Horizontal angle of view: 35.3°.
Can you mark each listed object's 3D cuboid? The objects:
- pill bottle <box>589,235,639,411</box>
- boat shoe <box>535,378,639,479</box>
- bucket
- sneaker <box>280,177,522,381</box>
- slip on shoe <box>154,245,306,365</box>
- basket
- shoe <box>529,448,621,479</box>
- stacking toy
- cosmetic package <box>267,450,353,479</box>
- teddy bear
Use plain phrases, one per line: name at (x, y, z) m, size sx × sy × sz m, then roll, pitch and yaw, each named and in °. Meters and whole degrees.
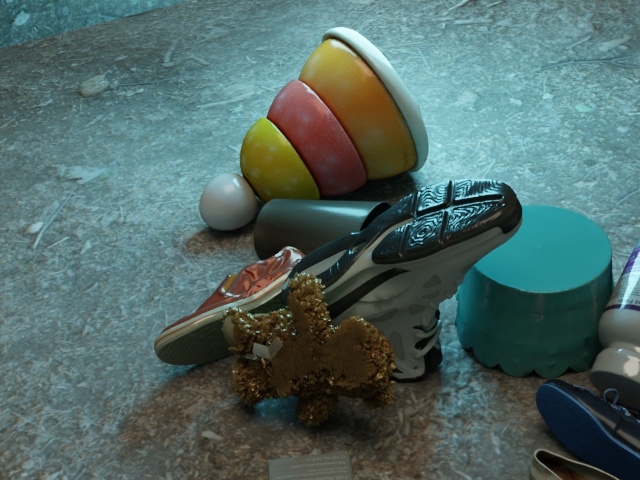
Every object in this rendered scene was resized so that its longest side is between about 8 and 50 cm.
pill bottle at (0.544, 0.115, 1.595) m, size 0.169 × 0.169 × 0.301 m, roll 19°, pitch 67°, yaw 31°
boat shoe at (0.440, 0.294, 1.501) m, size 0.089 × 0.109 × 0.258 m, roll -29°, pitch 57°, yaw -37°
bucket at (0.366, 0.078, 1.712) m, size 0.281 × 0.183 × 0.281 m, roll -3°, pitch 37°, yaw 2°
sneaker at (0.176, 0.076, 1.642) m, size 0.447 × 0.257 × 0.169 m, roll -25°, pitch 29°, yaw 34°
slip on shoe at (-0.149, 0.115, 1.781) m, size 0.331 × 0.123 × 0.101 m, roll -30°, pitch 54°, yaw -18°
basket at (0.000, 0.000, 1.913) m, size 0.227 × 0.154 × 0.204 m, roll 10°, pitch 52°, yaw 28°
shoe at (0.390, 0.365, 1.427) m, size 0.219 × 0.058 × 0.076 m, roll 26°, pitch 48°, yaw 36°
stacking toy at (-0.048, -0.184, 2.088) m, size 0.480 × 0.350 × 0.350 m, roll -35°, pitch 42°, yaw -10°
cosmetic package at (-0.006, 0.416, 1.389) m, size 0.127 × 0.107 × 0.238 m, roll -6°, pitch 33°, yaw -4°
teddy bear at (-0.021, 0.180, 1.599) m, size 0.338 × 0.245 × 0.113 m, roll -25°, pitch -11°, yaw 36°
